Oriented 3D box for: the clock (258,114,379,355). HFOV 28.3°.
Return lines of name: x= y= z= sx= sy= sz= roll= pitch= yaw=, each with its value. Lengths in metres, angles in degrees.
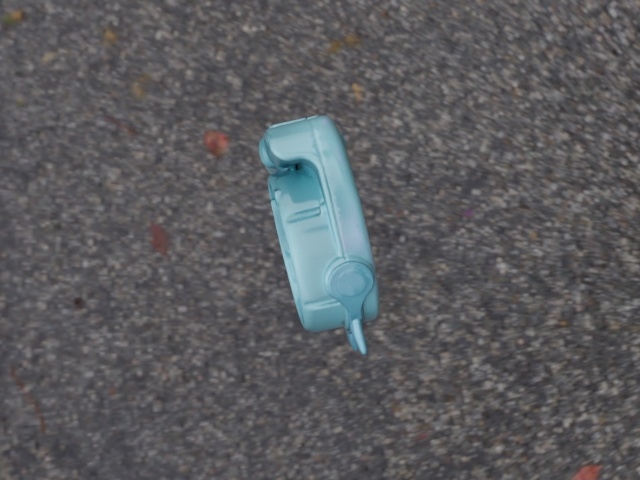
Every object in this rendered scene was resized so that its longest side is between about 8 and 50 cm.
clock: x=0.000 y=0.000 z=1.452 sx=0.094 sy=0.223 sz=0.274 roll=-12 pitch=87 yaw=-4
